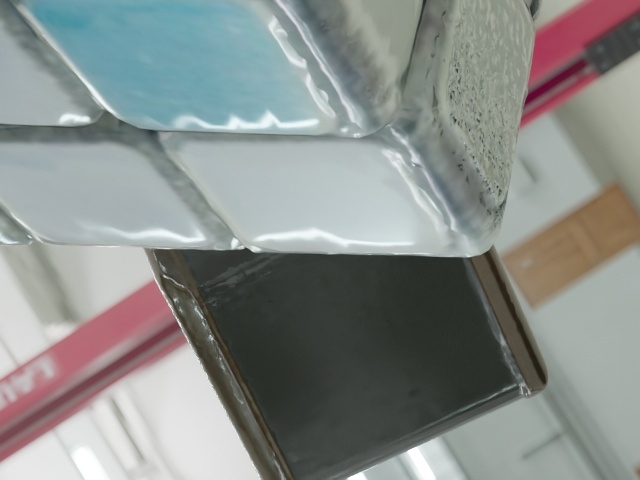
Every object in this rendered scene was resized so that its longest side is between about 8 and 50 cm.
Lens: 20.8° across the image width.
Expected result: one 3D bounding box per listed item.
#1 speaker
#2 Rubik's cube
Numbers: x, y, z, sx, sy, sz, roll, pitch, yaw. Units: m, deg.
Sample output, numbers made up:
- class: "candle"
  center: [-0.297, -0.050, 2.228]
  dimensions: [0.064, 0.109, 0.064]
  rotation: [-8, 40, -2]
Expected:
- class: "speaker"
  center: [0.000, 0.000, 0.916]
  dimensions: [0.231, 0.153, 0.192]
  rotation: [-112, -3, -71]
- class: "Rubik's cube"
  center: [-0.089, -0.161, 0.397]
  dimensions: [0.253, 0.259, 0.256]
  rotation: [53, -134, -54]
